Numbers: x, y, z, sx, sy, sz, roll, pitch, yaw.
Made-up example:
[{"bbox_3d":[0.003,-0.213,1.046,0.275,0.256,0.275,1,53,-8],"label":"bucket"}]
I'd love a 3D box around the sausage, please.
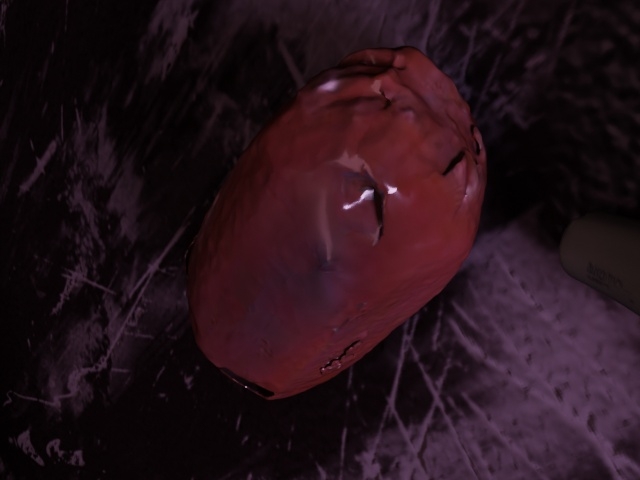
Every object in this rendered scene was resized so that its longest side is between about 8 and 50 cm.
[{"bbox_3d":[0.000,0.000,0.473,0.152,0.152,0.280,56,135,19],"label":"sausage"}]

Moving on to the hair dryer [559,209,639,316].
[{"bbox_3d":[0.202,0.067,0.335,0.219,0.088,0.225,50,164,44],"label":"hair dryer"}]
